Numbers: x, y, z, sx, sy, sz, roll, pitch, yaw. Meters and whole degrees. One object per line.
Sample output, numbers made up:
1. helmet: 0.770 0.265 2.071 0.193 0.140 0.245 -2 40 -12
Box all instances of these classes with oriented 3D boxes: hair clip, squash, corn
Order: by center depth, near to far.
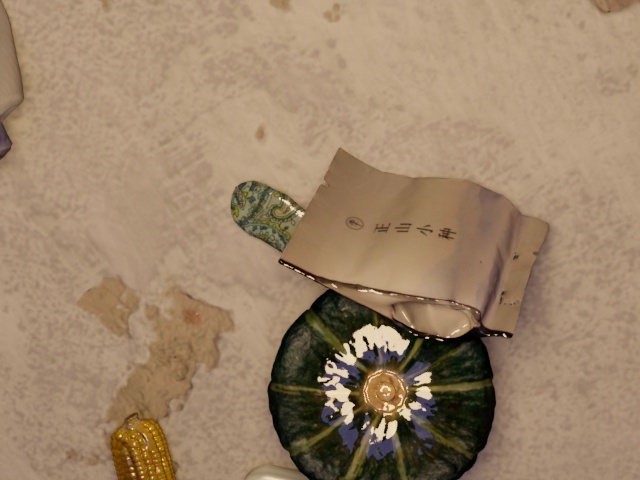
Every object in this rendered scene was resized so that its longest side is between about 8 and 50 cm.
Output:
1. squash: 0.066 0.165 1.262 0.252 0.165 0.252 0 86 2
2. hair clip: -0.001 0.000 1.304 0.229 0.036 0.066 26 107 -1
3. corn: -0.198 0.302 1.355 0.068 0.068 0.207 -12 101 6

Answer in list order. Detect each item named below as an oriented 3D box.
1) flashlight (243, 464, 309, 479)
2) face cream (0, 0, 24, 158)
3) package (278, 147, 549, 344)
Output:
1. flashlight: 0.006 0.304 1.352 0.200 0.047 0.093 6 100 6
2. face cream: -0.460 -0.264 1.226 0.235 0.137 0.420 -33 101 -33
3. package: 0.103 0.008 1.222 0.251 0.204 0.062 19 133 9
